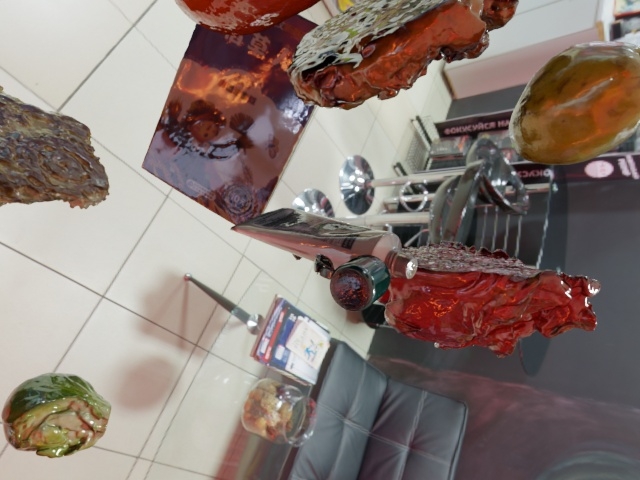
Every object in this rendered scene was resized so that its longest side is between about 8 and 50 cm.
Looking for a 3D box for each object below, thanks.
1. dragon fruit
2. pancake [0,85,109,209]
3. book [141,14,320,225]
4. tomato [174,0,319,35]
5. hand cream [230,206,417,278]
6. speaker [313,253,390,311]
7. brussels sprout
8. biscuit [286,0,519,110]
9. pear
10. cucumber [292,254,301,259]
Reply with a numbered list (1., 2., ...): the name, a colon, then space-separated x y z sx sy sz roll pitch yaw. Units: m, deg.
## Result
1. dragon fruit: 0.259 0.134 0.707 0.286 0.329 0.228 -2 101 -40
2. pancake: -0.384 -0.110 0.473 0.212 0.056 0.257 53 26 10
3. book: -0.171 -0.267 0.839 0.428 0.300 0.039 -62 172 15
4. tomato: -0.074 -0.328 0.369 0.180 0.259 0.260 -34 116 -39
5. hand cream: 0.000 0.000 0.652 0.124 0.340 0.078 -28 122 -38
6. speaker: 0.034 0.050 0.518 0.075 0.094 0.060 -18 111 -59
7. brussels sprout: -0.511 0.332 0.798 0.183 0.145 0.131 27 80 -44
8. biscuit: 0.096 -0.257 0.504 0.081 0.289 0.334 58 27 -33
9. pear: 0.242 -0.127 0.390 0.107 0.131 0.107 3 81 -21
10. cucumber: -0.109 -0.008 1.364 0.187 0.058 0.058 51 54 -42
